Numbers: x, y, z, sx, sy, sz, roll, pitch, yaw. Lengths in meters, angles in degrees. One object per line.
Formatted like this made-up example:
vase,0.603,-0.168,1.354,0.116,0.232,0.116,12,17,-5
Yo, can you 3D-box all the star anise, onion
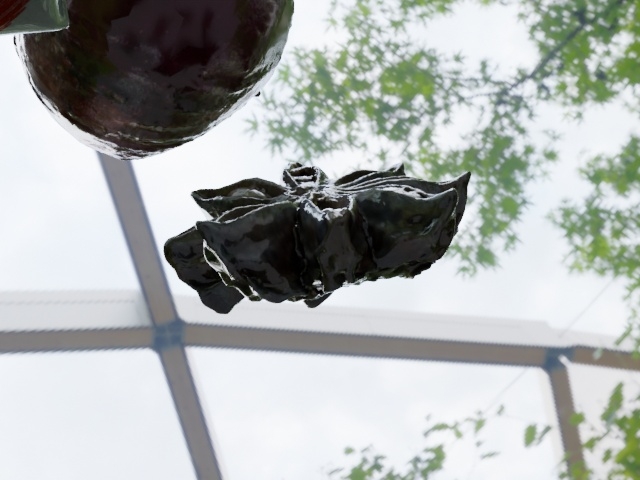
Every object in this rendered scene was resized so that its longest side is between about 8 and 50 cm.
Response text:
star anise,-0.001,0.000,0.747,0.236,0.223,0.109,-2,-72,16
onion,-0.156,-0.263,0.961,0.282,0.336,0.260,21,-26,-23

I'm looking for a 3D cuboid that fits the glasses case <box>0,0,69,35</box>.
glasses case,-0.244,-0.144,0.479,0.308,0.083,0.128,-28,-61,-41
